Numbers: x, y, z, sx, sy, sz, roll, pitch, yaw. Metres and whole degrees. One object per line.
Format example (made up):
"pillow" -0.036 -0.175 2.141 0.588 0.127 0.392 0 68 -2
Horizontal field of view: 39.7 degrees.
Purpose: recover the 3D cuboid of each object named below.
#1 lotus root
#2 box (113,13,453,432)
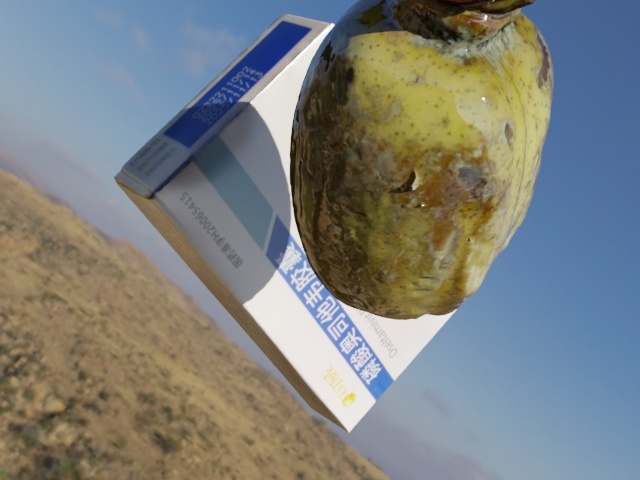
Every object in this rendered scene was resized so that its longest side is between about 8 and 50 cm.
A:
"lotus root" 0.058 -0.069 0.503 0.154 0.154 0.278 34 -38 22
"box" 0.000 0.000 0.778 0.065 0.200 0.343 28 -21 47
